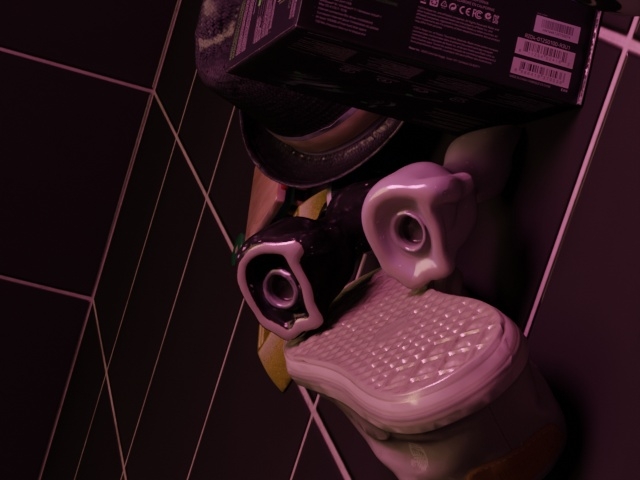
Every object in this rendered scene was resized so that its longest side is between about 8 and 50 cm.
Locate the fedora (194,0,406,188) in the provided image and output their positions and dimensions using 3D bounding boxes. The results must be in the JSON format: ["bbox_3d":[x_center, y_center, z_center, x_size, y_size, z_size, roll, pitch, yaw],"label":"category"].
[{"bbox_3d":[-0.019,-0.218,1.707,0.334,0.152,0.334,-24,58,45],"label":"fedora"}]

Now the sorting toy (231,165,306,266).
[{"bbox_3d":[-0.048,-0.074,2.162,0.274,0.046,0.132,125,156,-54],"label":"sorting toy"}]

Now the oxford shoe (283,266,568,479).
[{"bbox_3d":[0.078,0.106,1.344,0.169,0.130,0.449,-35,14,-5],"label":"oxford shoe"}]

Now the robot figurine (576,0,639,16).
[{"bbox_3d":[0.227,-0.263,1.051,0.278,0.173,0.209,125,155,-53],"label":"robot figurine"}]

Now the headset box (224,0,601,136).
[{"bbox_3d":[0.070,-0.188,1.432,0.283,0.246,0.131,168,115,-75],"label":"headset box"}]

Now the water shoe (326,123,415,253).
[{"bbox_3d":[0.056,-0.086,1.730,0.080,0.073,0.203,132,149,-56],"label":"water shoe"}]

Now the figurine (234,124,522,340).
[{"bbox_3d":[0.061,-0.024,1.411,0.215,0.092,0.209,-23,11,32],"label":"figurine"}]

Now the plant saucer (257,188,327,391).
[{"bbox_3d":[-0.029,0.051,1.969,0.188,0.045,0.188,121,159,-47],"label":"plant saucer"}]

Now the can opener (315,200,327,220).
[{"bbox_3d":[0.000,0.000,1.839,0.186,0.059,0.073,-38,-7,40],"label":"can opener"}]
